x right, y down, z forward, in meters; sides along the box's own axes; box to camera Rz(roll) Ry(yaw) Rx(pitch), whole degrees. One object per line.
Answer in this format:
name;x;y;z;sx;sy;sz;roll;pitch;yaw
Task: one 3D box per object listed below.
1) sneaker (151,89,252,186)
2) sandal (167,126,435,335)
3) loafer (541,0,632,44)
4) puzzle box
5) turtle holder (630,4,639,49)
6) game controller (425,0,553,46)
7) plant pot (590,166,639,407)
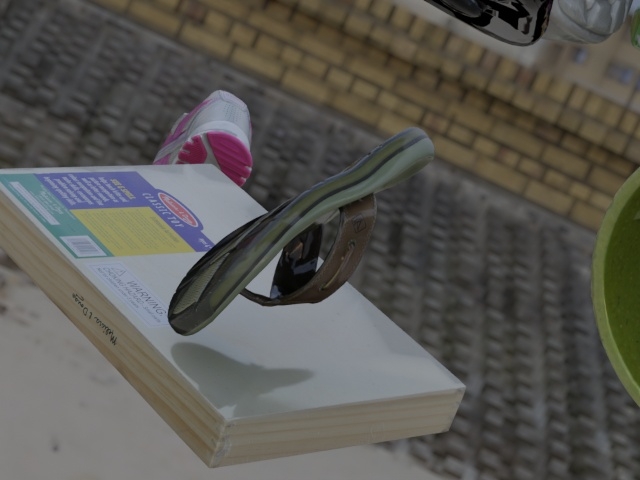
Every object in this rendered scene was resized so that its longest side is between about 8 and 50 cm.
sneaker;-0.143;-0.081;2.099;0.103;0.252;0.111;30;48;-17
sandal;0.002;-0.001;1.495;0.120;0.303;0.086;-26;-85;54
loafer;0.125;-0.178;1.022;0.111;0.112;0.319;4;17;15
puzzle box;-0.097;0.050;1.609;0.272;0.052;0.409;-4;33;-41
turtle holder;0.323;-0.187;1.114;0.227;0.320;0.243;13;46;1
game controller;-0.047;-0.171;0.696;0.319;0.067;0.166;32;-8;6
plant pot;0.397;0.016;1.436;0.276;0.276;0.254;28;33;28
